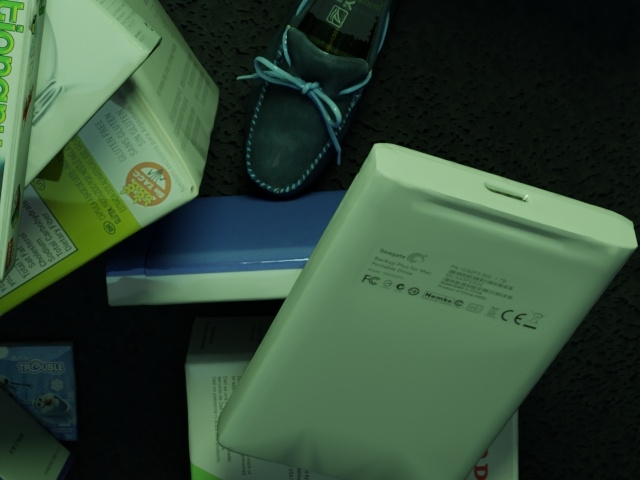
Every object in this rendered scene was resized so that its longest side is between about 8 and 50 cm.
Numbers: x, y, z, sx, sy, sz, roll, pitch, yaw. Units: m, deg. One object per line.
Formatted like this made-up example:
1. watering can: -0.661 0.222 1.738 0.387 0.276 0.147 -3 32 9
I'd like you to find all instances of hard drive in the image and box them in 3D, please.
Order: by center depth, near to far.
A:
1. hard drive: 0.071 0.072 1.307 0.203 0.040 0.307 16 132 -16
2. hard drive: 0.000 0.000 1.401 0.318 0.210 0.040 -3 105 1

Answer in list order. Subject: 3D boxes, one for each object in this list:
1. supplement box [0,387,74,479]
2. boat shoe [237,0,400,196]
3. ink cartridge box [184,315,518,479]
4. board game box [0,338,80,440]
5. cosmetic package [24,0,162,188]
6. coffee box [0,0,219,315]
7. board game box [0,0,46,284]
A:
1. supplement box: -0.335 0.238 1.507 0.220 0.111 0.114 -41 101 18
2. boat shoe: -0.003 -0.157 1.415 0.109 0.089 0.258 18 101 0
3. ink cartridge box: 0.028 0.170 1.498 0.272 0.115 0.198 -1 106 1
4. board game box: -0.259 0.132 1.538 0.090 0.020 0.090 -1 105 1
5. cosmetic package: -0.330 -0.083 1.089 0.284 0.097 0.377 43 101 -8
6. coffee box: -0.309 -0.125 1.301 0.334 0.337 0.338 -32 104 8
7. board game box: -0.255 -0.138 0.998 0.193 0.053 0.305 9 103 -2
